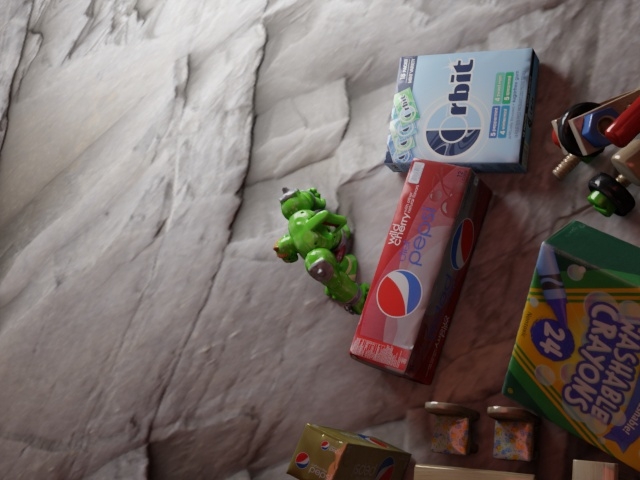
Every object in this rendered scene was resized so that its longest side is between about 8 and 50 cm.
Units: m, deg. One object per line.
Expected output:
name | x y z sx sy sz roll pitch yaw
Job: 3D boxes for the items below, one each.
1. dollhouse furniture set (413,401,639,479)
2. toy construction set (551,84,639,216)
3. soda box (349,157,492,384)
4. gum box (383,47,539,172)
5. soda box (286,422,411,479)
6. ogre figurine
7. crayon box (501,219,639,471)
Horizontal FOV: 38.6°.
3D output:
dollhouse furniture set | 0.203 0.284 0.967 0.242 0.161 0.212 -2 73 28
toy construction set | 0.397 -0.124 0.932 0.237 0.309 0.257 -45 67 3
soda box | 0.125 0.038 1.130 0.083 0.092 0.263 15 81 31
gum box | 0.184 -0.167 1.197 0.184 0.041 0.157 2 75 28
soda box | 0.037 0.257 1.054 0.058 0.181 0.061 19 84 31
ogre figurine | 0.000 0.000 1.196 0.097 0.118 0.197 -14 67 24
crayon box | 0.357 0.137 0.916 0.323 0.083 0.203 27 126 30
